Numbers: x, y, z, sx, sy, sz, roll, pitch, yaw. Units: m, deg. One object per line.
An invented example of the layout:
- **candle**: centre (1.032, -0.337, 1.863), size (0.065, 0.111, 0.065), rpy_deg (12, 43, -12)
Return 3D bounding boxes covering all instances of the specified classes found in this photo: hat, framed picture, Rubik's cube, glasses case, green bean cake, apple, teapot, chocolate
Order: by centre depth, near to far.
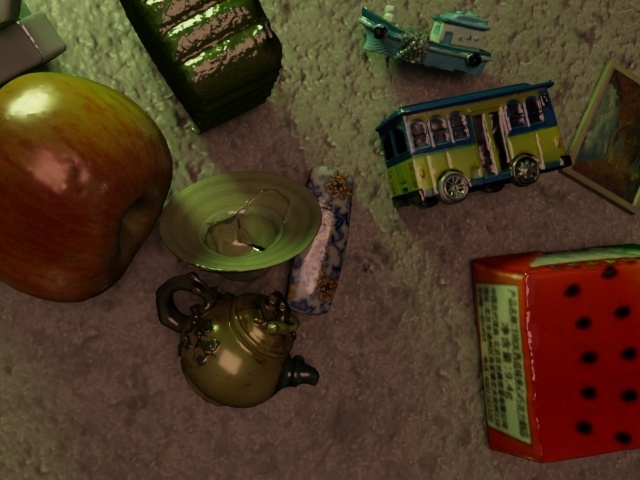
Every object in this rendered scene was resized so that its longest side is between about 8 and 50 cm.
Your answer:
- **Rubik's cube**: centre (-0.492, -0.292, 0.750), size (0.213, 0.265, 0.224), rpy_deg (-30, 107, -1)
- **apple**: centre (-0.355, -0.085, 0.756), size (0.302, 0.301, 0.301), rpy_deg (1, 87, -12)
- **green bean cake**: centre (-0.178, -0.307, 0.817), size (0.156, 0.247, 0.250), rpy_deg (-31, 93, -11)
- **teapot**: centre (-0.117, 0.138, 0.832), size (0.269, 0.173, 0.182), rpy_deg (43, 114, -9)
- **hat**: centre (-0.121, 0.003, 0.876), size (0.252, 0.252, 0.110), rpy_deg (-11, 131, -12)
- **glasses case**: centre (0.000, 0.000, 0.932), size (0.087, 0.065, 0.248), rpy_deg (11, 84, -13)
- **chocolate**: centre (0.461, 0.192, 0.970), size (0.341, 0.161, 0.360), rpy_deg (-5, 89, -9)
- **framed picture**: centre (0.583, -0.200, 1.089), size (0.184, 0.016, 0.250), rpy_deg (29, 82, -10)

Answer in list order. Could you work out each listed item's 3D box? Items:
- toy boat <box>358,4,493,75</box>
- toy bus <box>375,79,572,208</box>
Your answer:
- **toy boat**: centre (0.180, -0.353, 0.960), size (0.238, 0.109, 0.098), rpy_deg (7, 116, -11)
- **toy bus**: centre (0.257, -0.159, 0.957), size (0.288, 0.138, 0.175), rpy_deg (-14, 91, -12)
